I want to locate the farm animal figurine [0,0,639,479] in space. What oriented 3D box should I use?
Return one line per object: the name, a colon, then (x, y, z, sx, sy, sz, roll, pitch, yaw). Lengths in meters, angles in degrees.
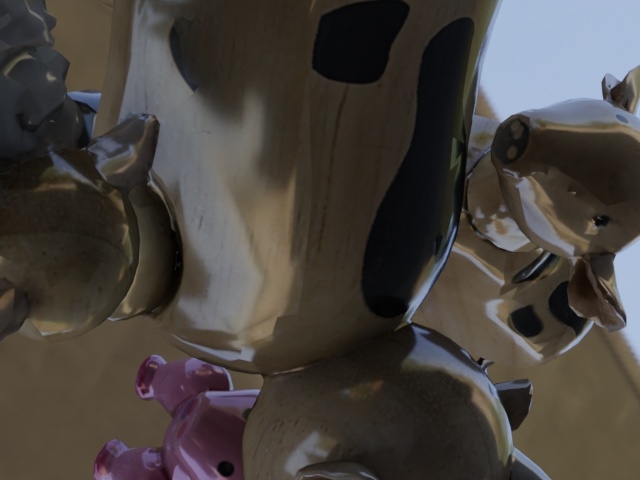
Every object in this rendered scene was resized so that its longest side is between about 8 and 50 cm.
farm animal figurine: (0.000, 0.000, 0.453, 0.330, 0.172, 0.326, -44, -39, -46)
